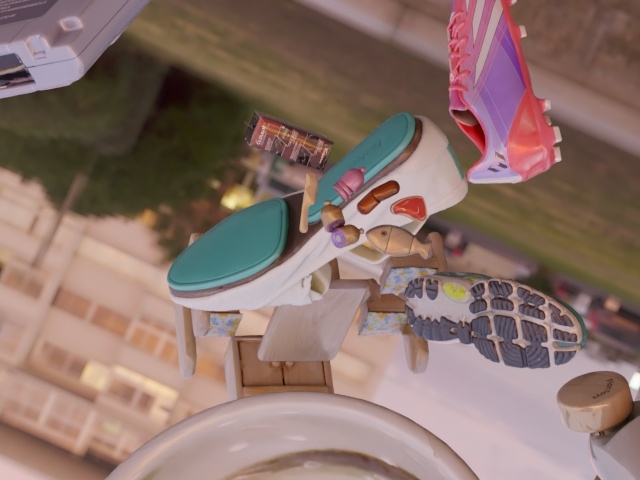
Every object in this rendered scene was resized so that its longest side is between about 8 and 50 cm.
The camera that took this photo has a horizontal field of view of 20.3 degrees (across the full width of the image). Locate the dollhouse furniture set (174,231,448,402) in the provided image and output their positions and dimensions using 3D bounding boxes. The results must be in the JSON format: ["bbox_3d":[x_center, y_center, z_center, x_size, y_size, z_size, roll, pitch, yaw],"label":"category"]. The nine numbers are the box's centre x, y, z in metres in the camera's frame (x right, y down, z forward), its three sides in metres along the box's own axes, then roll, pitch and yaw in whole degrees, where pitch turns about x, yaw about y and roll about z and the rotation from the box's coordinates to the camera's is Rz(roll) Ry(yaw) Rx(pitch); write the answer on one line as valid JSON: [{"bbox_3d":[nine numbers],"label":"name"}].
[{"bbox_3d":[-0.025,0.189,2.598,0.362,0.256,0.394,0,150,-14],"label":"dollhouse furniture set"}]

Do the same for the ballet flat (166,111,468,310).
[{"bbox_3d":[0.000,0.000,2.023,0.139,0.400,0.139,37,-144,-33],"label":"ballet flat"}]

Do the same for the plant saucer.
[{"bbox_3d":[-0.029,0.318,1.394,0.400,0.400,0.100,26,162,29],"label":"plant saucer"}]

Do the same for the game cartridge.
[{"bbox_3d":[-0.266,-0.190,1.527,0.294,0.196,0.060,-5,130,37],"label":"game cartridge"}]

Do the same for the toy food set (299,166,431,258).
[{"bbox_3d":[0.045,-0.027,1.623,0.122,0.078,0.019,7,180,-7],"label":"toy food set"}]

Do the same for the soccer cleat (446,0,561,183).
[{"bbox_3d":[0.153,-0.161,1.683,0.095,0.248,0.083,-15,151,-3],"label":"soccer cleat"}]

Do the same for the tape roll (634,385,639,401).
[{"bbox_3d":[0.450,0.297,2.401,0.072,0.392,0.392,17,179,17],"label":"tape roll"}]

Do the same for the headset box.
[{"bbox_3d":[-0.034,-0.096,1.695,0.083,0.032,0.062,21,-174,-9],"label":"headset box"}]

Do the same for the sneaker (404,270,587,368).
[{"bbox_3d":[0.221,0.079,2.155,0.110,0.107,0.275,-16,-160,-36],"label":"sneaker"}]

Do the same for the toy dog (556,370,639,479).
[{"bbox_3d":[0.392,0.240,1.884,0.333,0.161,0.220,51,165,48],"label":"toy dog"}]
